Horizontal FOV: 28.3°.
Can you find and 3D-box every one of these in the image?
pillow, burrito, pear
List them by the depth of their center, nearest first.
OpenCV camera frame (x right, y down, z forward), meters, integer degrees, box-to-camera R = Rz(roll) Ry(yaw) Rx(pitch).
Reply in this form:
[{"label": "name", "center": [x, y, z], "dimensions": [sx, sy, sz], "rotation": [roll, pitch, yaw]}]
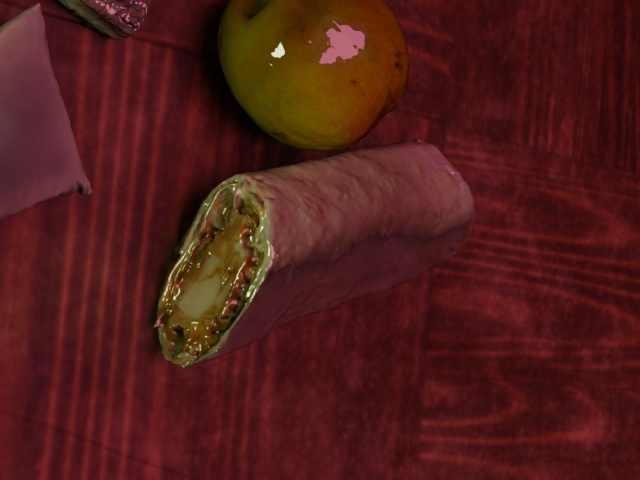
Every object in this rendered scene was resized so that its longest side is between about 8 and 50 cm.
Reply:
[{"label": "pillow", "center": [-0.272, -0.069, 0.852], "dimensions": [0.254, 0.078, 0.144], "rotation": [-21, 104, -39]}, {"label": "pear", "center": [-0.003, -0.150, 1.047], "dimensions": [0.162, 0.149, 0.149], "rotation": [42, 63, -24]}, {"label": "burrito", "center": [-0.001, 0.003, 1.067], "dimensions": [0.299, 0.105, 0.143], "rotation": [-18, 132, -41]}]

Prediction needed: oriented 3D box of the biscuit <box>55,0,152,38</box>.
[{"label": "biscuit", "center": [-0.204, -0.274, 0.937], "dimensions": [0.250, 0.046, 0.147], "rotation": [37, 66, -35]}]
